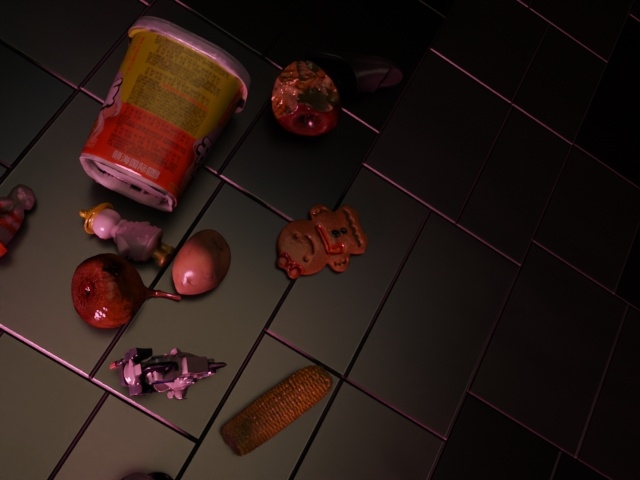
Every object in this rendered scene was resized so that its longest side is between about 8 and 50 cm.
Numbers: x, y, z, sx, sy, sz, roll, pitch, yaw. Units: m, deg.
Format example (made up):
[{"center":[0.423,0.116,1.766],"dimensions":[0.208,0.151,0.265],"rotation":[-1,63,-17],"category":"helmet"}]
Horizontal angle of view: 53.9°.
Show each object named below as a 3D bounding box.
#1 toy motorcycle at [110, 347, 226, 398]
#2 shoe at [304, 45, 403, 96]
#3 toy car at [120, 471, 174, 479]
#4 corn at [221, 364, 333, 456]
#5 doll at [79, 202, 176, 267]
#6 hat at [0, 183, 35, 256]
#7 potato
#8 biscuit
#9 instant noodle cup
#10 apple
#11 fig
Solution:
[{"center":[-0.292,0.251,1.198],"dimensions":[0.150,0.221,0.102],"rotation":[-17,72,26],"category":"toy motorcycle"},{"center":[0.076,-0.394,1.527],"dimensions":[0.241,0.108,0.093],"rotation":[12,73,-6],"category":"shoe"},{"center":[-0.300,0.542,1.104],"dimensions":[0.190,0.188,0.255],"rotation":[-35,89,-16],"category":"toy car"},{"center":[-0.084,0.340,1.280],"dimensions":[0.248,0.081,0.081],"rotation":[-32,85,-22],"category":"corn"},{"center":[-0.397,-0.014,1.286],"dimensions":[0.207,0.081,0.129],"rotation":[27,29,-2],"category":"doll"},{"center":[-0.625,-0.050,1.232],"dimensions":[0.112,0.094,0.162],"rotation":[51,58,-26],"category":"hat"},{"center":[-0.248,0.044,1.306],"dimensions":[0.112,0.112,0.147],"rotation":[28,62,-7],"category":"potato"},{"center":[0.000,0.000,1.427],"dimensions":[0.226,0.036,0.165],"rotation":[-17,81,-20],"category":"biscuit"},{"center":[-0.327,-0.240,1.294],"dimensions":[0.294,0.294,0.307],"rotation":[25,76,-8],"category":"instant noodle cup"},{"center":[-0.031,-0.328,1.457],"dimensions":[0.156,0.147,0.158],"rotation":[-10,64,14],"category":"apple"},{"center":[-0.386,0.095,1.261],"dimensions":[0.201,0.134,0.146],"rotation":[-4,91,-49],"category":"fig"}]
